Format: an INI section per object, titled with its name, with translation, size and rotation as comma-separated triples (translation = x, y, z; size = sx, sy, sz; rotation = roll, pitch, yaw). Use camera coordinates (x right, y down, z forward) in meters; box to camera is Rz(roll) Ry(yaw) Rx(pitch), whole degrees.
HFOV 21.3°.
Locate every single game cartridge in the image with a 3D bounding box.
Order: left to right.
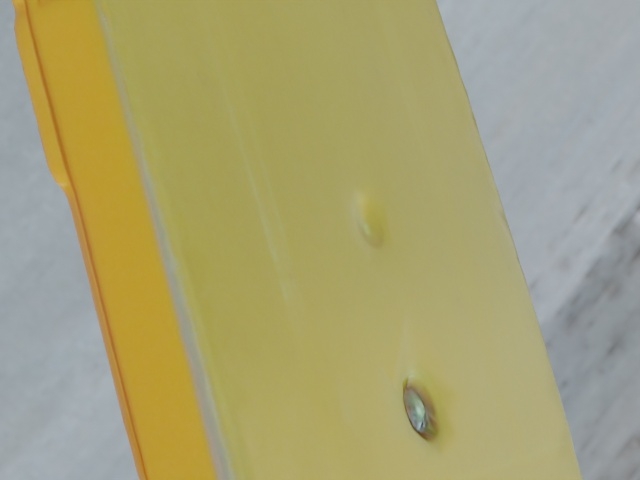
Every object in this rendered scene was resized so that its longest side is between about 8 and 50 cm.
[game cartridge]
translation = 0.000, 0.000, 0.691
size = 0.053, 0.323, 0.285
rotation = -22, 170, 28
